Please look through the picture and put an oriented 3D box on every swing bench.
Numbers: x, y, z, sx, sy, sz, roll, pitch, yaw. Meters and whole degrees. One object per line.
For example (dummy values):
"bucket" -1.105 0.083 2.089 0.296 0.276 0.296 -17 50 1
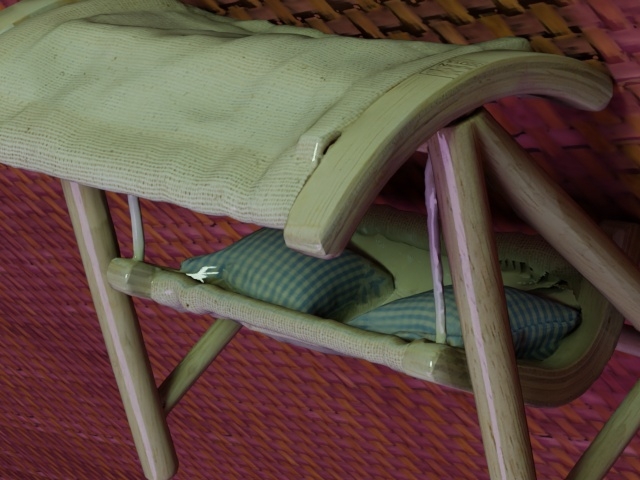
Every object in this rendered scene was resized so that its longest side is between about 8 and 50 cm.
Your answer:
"swing bench" 0.000 0.000 0.815 0.253 0.165 0.254 16 146 42
